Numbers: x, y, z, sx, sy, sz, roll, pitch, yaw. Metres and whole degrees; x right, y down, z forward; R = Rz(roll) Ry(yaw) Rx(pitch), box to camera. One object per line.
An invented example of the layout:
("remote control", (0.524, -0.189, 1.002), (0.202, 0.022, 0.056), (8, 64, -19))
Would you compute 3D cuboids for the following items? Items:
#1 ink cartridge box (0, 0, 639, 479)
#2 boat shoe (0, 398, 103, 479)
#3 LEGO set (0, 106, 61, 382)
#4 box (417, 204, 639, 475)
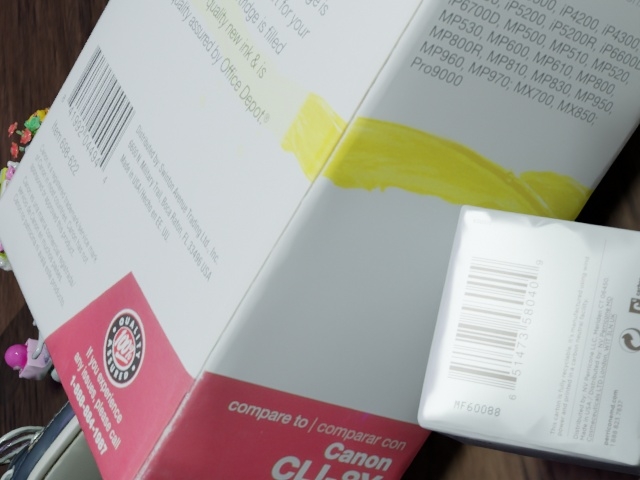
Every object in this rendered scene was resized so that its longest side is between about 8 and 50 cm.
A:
("ink cartridge box", (0.005, -0.076, 0.923), (0.385, 0.160, 0.279), (-58, 35, 20))
("boat shoe", (-0.189, 0.176, 1.251), (0.079, 0.095, 0.255), (57, 134, 40))
("LEGO set", (-0.225, -0.035, 1.401), (0.132, 0.107, 0.287), (-48, 38, 36))
("box", (0.108, 0.047, 0.775), (0.102, 0.087, 0.101), (10, 82, 19))
